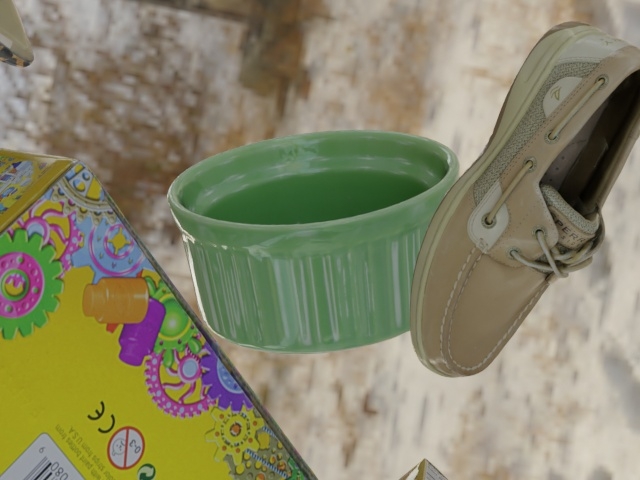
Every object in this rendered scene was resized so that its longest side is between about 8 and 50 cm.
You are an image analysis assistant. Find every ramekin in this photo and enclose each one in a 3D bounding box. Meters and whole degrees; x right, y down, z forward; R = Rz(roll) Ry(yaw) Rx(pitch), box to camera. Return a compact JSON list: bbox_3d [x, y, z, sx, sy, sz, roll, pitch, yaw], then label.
[{"bbox_3d":[0.000,0.000,1.793,0.303,0.303,0.148,-117,19,-68],"label":"ramekin"}]

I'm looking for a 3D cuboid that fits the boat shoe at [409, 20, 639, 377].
[{"bbox_3d":[0.168,-0.020,1.339,0.098,0.109,0.302,36,102,49],"label":"boat shoe"}]

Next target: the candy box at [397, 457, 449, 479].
[{"bbox_3d":[0.059,0.267,1.415,0.109,0.053,0.187,-43,8,18],"label":"candy box"}]

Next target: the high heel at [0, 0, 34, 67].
[{"bbox_3d":[-0.402,-0.225,1.611,0.186,0.261,0.093,-35,16,36],"label":"high heel"}]

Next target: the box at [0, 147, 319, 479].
[{"bbox_3d":[-0.142,0.120,0.679,0.177,0.290,0.279,-46,30,-23],"label":"box"}]
